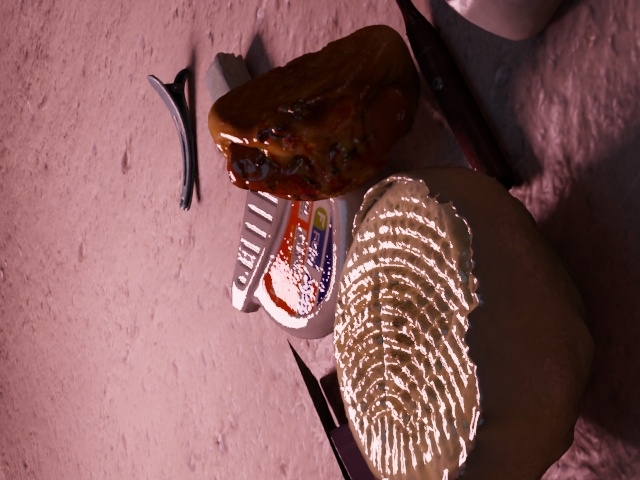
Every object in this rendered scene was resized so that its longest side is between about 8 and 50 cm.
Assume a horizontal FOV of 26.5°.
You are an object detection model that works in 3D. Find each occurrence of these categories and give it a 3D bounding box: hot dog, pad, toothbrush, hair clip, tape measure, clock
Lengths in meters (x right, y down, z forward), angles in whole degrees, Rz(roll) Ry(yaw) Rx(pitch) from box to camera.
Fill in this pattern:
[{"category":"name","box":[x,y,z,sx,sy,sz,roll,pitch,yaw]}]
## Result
[{"category":"hot dog","box":[-0.002,-0.134,1.577,0.150,0.257,0.153,55,-163,-40]},{"category":"pad","box":[0.023,0.264,1.796,0.265,0.009,0.159,65,-176,31]},{"category":"toothbrush","box":[0.134,-0.201,1.555,0.364,0.041,0.041,67,147,28]},{"category":"hair clip","box":[-0.226,-0.162,2.215,0.039,0.070,0.229,2,105,58]},{"category":"tape measure","box":[0.000,0.000,1.740,0.265,0.130,0.258,31,119,43]},{"category":"clock","box":[0.073,0.302,1.727,0.152,0.050,0.110,62,-176,30]}]

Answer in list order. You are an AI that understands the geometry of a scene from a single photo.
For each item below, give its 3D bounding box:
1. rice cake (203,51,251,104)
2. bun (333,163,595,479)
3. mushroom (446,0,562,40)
[{"category":"rice cake","box":[-0.087,-0.127,1.947,0.066,0.063,0.336,-54,49,45]},{"category":"bun","box":[0.158,0.100,1.408,0.364,0.202,0.364,178,90,-66]},{"category":"mushroom","box":[0.226,-0.360,1.270,0.397,0.126,0.177,127,138,-56]}]
